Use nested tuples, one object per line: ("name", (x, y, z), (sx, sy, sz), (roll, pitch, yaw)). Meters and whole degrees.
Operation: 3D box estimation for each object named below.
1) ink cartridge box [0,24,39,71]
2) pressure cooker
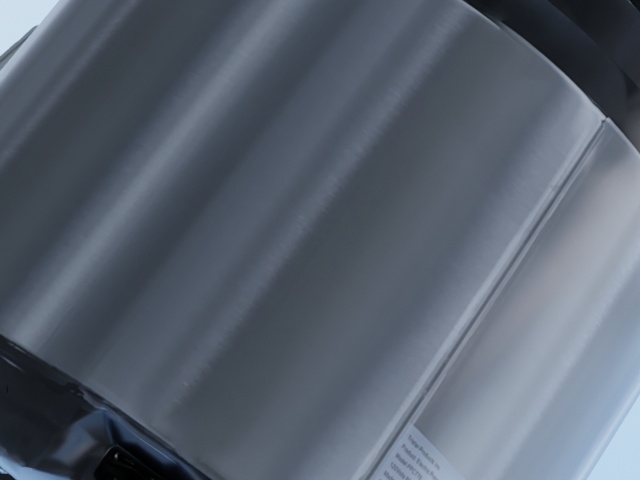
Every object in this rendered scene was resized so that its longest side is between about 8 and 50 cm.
("ink cartridge box", (-0.195, -0.047, 1.345), (0.154, 0.093, 0.212), (-43, -117, -7))
("pressure cooker", (0.005, 0.002, 0.888), (0.375, 0.370, 0.420), (32, -107, 12))
